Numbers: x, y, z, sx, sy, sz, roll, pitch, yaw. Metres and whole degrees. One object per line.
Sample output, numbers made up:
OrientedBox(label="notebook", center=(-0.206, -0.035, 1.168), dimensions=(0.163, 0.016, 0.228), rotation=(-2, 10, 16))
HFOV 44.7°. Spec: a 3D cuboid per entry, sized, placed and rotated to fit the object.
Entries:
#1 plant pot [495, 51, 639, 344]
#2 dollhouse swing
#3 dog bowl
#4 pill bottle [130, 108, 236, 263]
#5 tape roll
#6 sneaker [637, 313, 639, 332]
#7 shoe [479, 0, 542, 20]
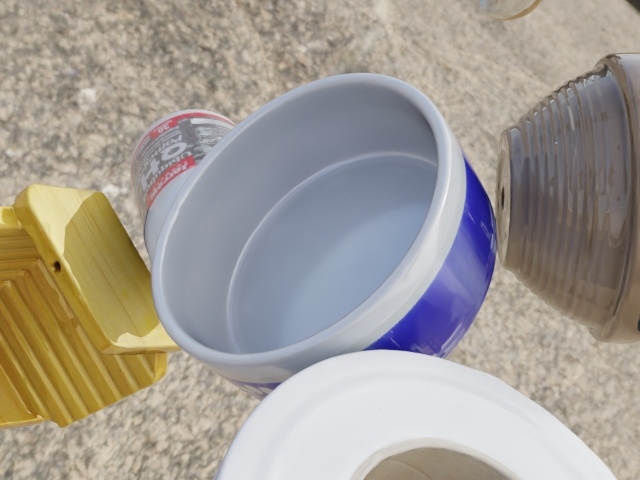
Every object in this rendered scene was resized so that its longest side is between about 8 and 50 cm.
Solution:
OrientedBox(label="plant pot", center=(0.205, -0.034, 0.645), dimensions=(0.110, 0.237, 0.237), rotation=(1, 45, 8))
OrientedBox(label="dollhouse swing", center=(-0.421, 0.124, 0.932), dimensions=(0.315, 0.347, 0.305), rotation=(61, 31, -2))
OrientedBox(label="dog bowl", center=(0.000, 0.000, 0.620), dimensions=(0.104, 0.265, 0.265), rotation=(47, 28, -43))
OrientedBox(label="pill bottle", center=(-0.132, -0.034, 0.954), dimensions=(0.176, 0.176, 0.318), rotation=(14, 21, -25))
OrientedBox(label="tape roll", center=(0.060, 0.203, 0.443), dimensions=(0.286, 0.100, 0.286), rotation=(15, 41, -14))
OrientedBox(label="sneaker", center=(0.221, 0.089, 0.415), dimensions=(0.178, 0.077, 0.072), rotation=(61, 12, -12))
OrientedBox(label="shoe", center=(0.228, -0.297, 0.835), dimensions=(0.058, 0.219, 0.076), rotation=(7, 83, -21))
